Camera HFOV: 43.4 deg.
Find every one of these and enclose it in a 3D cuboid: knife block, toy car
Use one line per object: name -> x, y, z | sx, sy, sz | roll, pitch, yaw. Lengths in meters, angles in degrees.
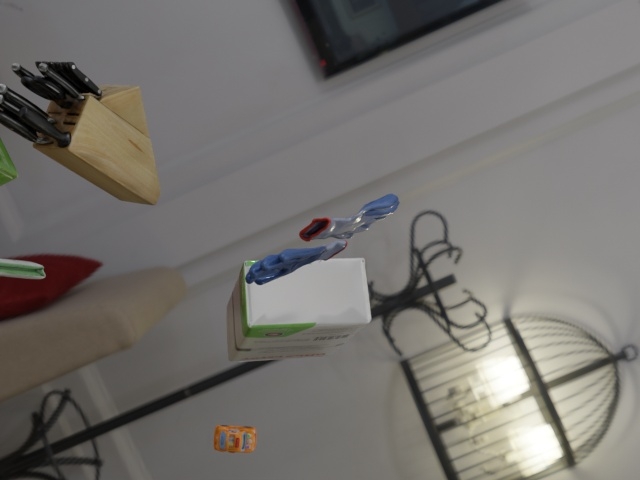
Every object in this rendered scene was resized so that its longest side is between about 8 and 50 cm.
knife block -> -0.383, -0.152, 1.258 | 0.242, 0.088, 0.275 | -36, 127, -48
toy car -> -0.126, 0.298, 1.054 | 0.060, 0.122, 0.040 | 23, -8, -6

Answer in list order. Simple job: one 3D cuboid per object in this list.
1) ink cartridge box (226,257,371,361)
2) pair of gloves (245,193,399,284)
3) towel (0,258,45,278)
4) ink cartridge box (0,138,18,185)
ink cartridge box -> -0.048, 0.123, 1.368 | 0.273, 0.199, 0.114 | 124, -38, -67
pair of gloves -> 0.000, 0.000, 0.957 | 0.159, 0.198, 0.023 | -14, 74, -50
towel -> -0.722, 0.040, 1.522 | 0.248, 0.325, 0.038 | 21, 74, -80
ink cartridge box -> -0.500, -0.099, 0.878 | 0.188, 0.255, 0.097 | 62, -2, 8
